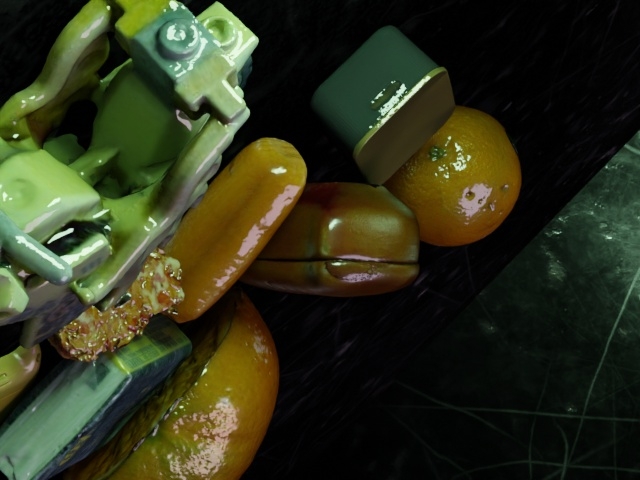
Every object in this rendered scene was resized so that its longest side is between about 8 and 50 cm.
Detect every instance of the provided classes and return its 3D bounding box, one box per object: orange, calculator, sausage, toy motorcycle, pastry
[{"bbox_3d":[-0.192,0.219,1.876,0.310,0.274,0.274,-19,161,-8],"label":"orange"},{"bbox_3d":[0.174,-0.088,2.009,0.206,0.206,0.206,-41,166,-13],"label":"orange"},{"bbox_3d":[-0.381,0.202,1.597,0.157,0.033,0.236,-28,161,-52],"label":"calculator"},{"bbox_3d":[-0.105,-0.011,1.635,0.238,0.098,0.098,-51,165,17],"label":"sausage"},{"bbox_3d":[-0.200,-0.038,1.156,0.410,0.168,0.237,-45,173,-18],"label":"toy motorcycle"},{"bbox_3d":[-0.220,0.064,1.561,0.063,0.087,0.169,-9,-163,48],"label":"pastry"}]

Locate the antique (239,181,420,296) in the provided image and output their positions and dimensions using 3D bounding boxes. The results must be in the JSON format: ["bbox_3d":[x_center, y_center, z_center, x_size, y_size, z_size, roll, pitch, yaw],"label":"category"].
[{"bbox_3d":[0.000,0.000,1.743,0.223,0.129,0.278,1,179,-15],"label":"antique"}]

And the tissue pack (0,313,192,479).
[{"bbox_3d":[-0.258,0.174,1.699,0.185,0.081,0.257,-45,175,10],"label":"tissue pack"}]

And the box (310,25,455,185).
[{"bbox_3d":[0.071,-0.154,1.724,0.144,0.090,0.201,-44,166,0],"label":"box"}]
